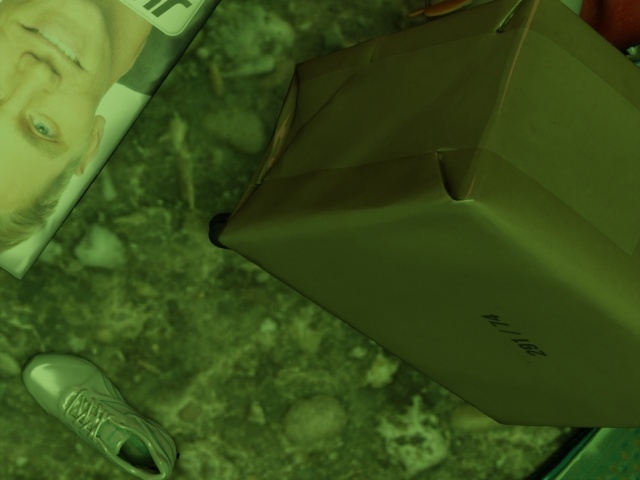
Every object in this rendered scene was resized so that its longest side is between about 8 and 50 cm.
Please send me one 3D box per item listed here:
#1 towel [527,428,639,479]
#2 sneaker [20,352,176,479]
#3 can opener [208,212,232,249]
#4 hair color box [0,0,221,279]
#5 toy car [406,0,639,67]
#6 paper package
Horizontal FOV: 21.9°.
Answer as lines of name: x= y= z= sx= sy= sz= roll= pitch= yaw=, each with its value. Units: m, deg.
towel: x=0.304 y=0.333 z=1.472 sx=0.271 sy=0.040 sz=0.370 roll=-43 pitch=104 yaw=-1
sneaker: x=-0.178 y=0.144 z=1.354 sx=0.152 sy=0.061 sz=0.054 roll=37 pitch=92 yaw=-11
can opener: x=0.000 y=0.000 z=1.364 sx=0.186 sy=0.059 sz=0.073 roll=6 pitch=97 yaw=-11
hair color box: x=-0.201 y=-0.161 z=1.286 sx=0.174 sy=0.105 sz=0.347 roll=35 pitch=91 yaw=-12
toy car: x=0.135 y=-0.183 z=1.244 sx=0.238 sy=0.210 sz=0.219 roll=-14 pitch=92 yaw=-51
paper package: x=0.146 y=-0.001 z=1.208 sx=0.325 sy=0.309 sz=0.168 roll=34 pitch=66 yaw=-27
